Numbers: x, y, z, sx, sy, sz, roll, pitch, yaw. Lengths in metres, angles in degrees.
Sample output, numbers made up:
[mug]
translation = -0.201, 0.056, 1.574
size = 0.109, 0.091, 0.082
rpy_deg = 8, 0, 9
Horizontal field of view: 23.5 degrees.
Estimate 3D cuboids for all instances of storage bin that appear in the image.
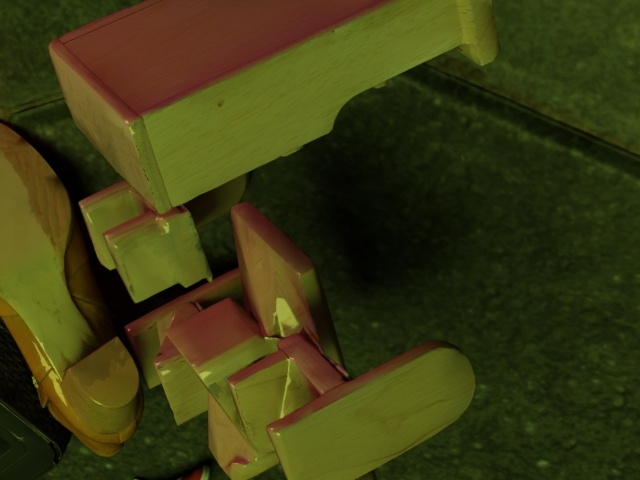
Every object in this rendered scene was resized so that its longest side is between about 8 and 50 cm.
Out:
[storage bin]
translation = -0.330, 0.152, 1.470
size = 0.180, 0.084, 0.122
rpy_deg = 43, 122, -17

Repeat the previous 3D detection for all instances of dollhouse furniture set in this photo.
[dollhouse furniture set]
translation = 0.000, 0.000, 1.128
size = 0.256, 0.362, 0.394
rpy_deg = -27, 126, -16

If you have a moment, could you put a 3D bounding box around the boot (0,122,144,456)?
[boot]
translation = -0.251, 0.054, 1.361
size = 0.295, 0.104, 0.211
rpy_deg = 59, 159, 8

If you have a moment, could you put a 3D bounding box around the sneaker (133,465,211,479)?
[sneaker]
translation = -0.155, 0.252, 1.531
size = 0.067, 0.042, 0.118
rpy_deg = 26, 132, -10
